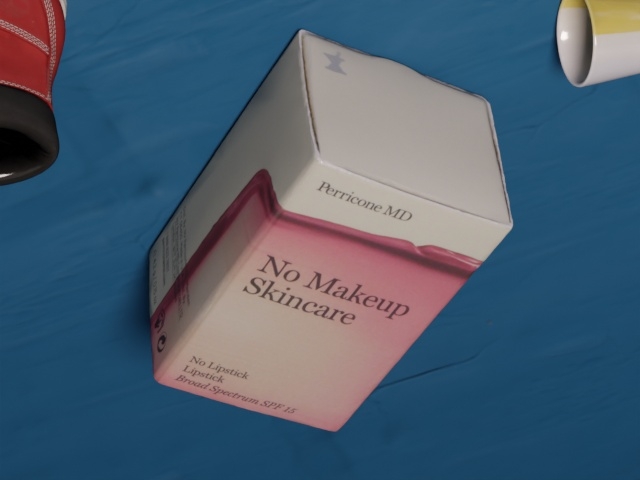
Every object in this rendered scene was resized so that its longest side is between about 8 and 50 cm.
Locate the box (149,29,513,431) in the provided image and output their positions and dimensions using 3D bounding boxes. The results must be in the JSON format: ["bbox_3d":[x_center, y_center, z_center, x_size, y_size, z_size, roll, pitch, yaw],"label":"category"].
[{"bbox_3d":[0.000,0.000,1.229,0.149,0.126,0.232,18,132,-23],"label":"box"}]

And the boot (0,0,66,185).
[{"bbox_3d":[-0.269,-0.104,1.052,0.244,0.176,0.088,7,137,-12],"label":"boot"}]

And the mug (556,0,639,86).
[{"bbox_3d":[0.191,-0.135,1.161,0.064,0.062,0.078,-5,144,-13],"label":"mug"}]
